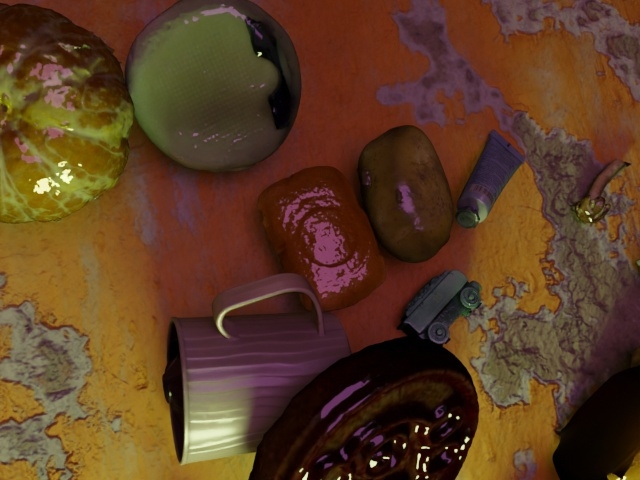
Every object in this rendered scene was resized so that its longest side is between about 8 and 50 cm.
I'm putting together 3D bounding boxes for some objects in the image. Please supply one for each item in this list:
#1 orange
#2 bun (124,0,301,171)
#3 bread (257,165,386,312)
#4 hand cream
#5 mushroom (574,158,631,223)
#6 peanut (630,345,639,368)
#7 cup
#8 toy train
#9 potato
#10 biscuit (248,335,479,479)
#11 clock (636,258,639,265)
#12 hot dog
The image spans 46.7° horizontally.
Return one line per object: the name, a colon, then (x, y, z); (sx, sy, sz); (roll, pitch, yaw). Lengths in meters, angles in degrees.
orange: (-0.442, -0.185, 1.107); (0.329, 0.249, 0.330); (0, 93, 6)
bun: (-0.178, -0.266, 1.249); (0.293, 0.187, 0.293); (-3, 107, -9)
bread: (0.000, 0.000, 1.271); (0.174, 0.121, 0.246); (-22, 87, -20)
hand cream: (0.317, -0.113, 1.389); (0.091, 0.058, 0.271); (39, 47, -2)
mushroom: (0.574, -0.108, 1.490); (0.060, 0.061, 0.187); (39, 67, 1)
peanut: (0.672, 0.300, 1.402); (0.229, 0.098, 0.103); (60, 27, 6)
cup: (-0.102, 0.188, 1.144); (0.273, 0.208, 0.289); (-2, 95, -18)
toy train: (0.215, 0.124, 1.334); (0.099, 0.070, 0.172); (43, 70, 8)
potato: (0.149, -0.081, 1.311); (0.148, 0.197, 0.228); (-23, 99, 24)
biscuit: (0.082, 0.333, 1.112); (0.407, 0.091, 0.408); (-19, 126, -28)
clock: (0.804, 0.137, 1.442); (0.235, 0.166, 0.310); (-17, 85, -18)
hot dog: (0.574, 0.342, 1.319); (0.326, 0.194, 0.107); (-39, 127, 13)
